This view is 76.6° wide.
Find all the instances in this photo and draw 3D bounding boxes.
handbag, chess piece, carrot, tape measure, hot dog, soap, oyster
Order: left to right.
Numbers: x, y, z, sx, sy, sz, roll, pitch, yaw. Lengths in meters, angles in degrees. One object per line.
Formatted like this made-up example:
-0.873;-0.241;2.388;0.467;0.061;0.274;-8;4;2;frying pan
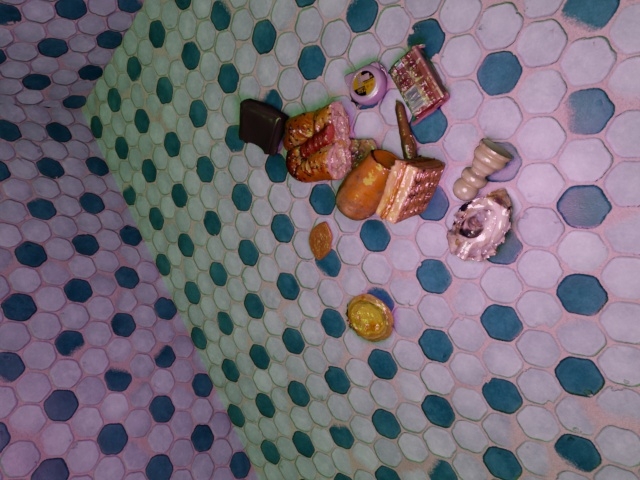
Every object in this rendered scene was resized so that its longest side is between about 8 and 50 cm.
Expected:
-0.327;-0.624;2.241;0.286;0.113;0.256;29;121;17;handbag
-0.042;-0.471;2.021;0.366;0.196;0.366;1;96;47;hot dog
0.217;-0.713;1.873;0.196;0.105;0.178;-9;88;33;tape measure
0.220;-0.253;1.886;0.224;0.224;0.340;48;129;15;carrot
0.387;-0.472;1.833;0.070;0.070;0.341;-11;93;35;carrot
0.418;-0.671;1.748;0.218;0.098;0.273;-31;83;34;soap
0.647;-0.275;1.674;0.144;0.145;0.251;43;127;18;chess piece
0.679;-0.059;1.710;0.238;0.115;0.350;37;113;31;oyster

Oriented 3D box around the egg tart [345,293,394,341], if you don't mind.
0.260;0.394;2.094;0.279;0.095;0.278;12;111;35;egg tart

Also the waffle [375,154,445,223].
0.380;-0.217;1.706;0.114;0.376;0.260;32;118;23;waffle

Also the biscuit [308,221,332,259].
0.000;0.000;2.212;0.142;0.029;0.220;15;109;29;biscuit

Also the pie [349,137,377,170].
0.189;-0.410;1.985;0.219;0.052;0.184;4;106;35;pie
